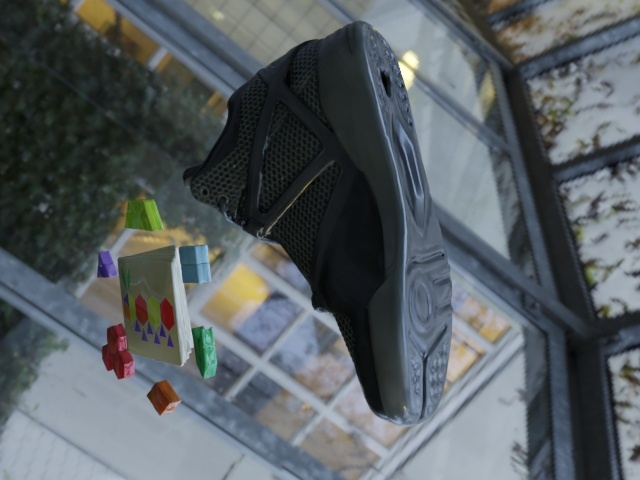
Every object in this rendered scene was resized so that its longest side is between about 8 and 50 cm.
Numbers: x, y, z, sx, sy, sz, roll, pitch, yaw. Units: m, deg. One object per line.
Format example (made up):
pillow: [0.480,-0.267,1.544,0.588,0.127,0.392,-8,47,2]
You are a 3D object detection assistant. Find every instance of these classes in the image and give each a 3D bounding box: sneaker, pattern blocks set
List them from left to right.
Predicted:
pattern blocks set: [-0.221,0.087,1.378,0.325,0.026,0.285,16,-70,54]
sneaker: [0.000,0.000,0.608,0.130,0.227,0.087,-16,176,26]
